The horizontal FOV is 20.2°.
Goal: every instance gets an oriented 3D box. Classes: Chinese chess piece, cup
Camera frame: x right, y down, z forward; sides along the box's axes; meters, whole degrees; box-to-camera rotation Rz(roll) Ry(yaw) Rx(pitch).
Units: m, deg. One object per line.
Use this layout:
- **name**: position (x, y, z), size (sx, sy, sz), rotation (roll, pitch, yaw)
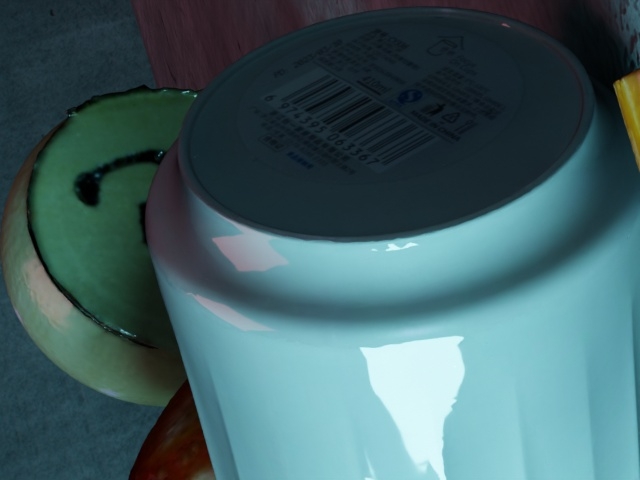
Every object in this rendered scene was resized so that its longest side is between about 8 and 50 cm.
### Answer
- **Chinese chess piece**: position (-0.165, 0.004, 1.924), size (0.146, 0.349, 0.349), rotation (123, 133, -56)
- **cup**: position (0.064, 0.044, 0.945), size (0.323, 0.237, 0.327), rotation (-68, -27, -49)

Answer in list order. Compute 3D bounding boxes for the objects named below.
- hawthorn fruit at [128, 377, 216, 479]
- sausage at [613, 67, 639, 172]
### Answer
- **hawthorn fruit**: position (-0.043, 0.238, 1.538), size (0.285, 0.369, 0.284), rotation (30, 144, 26)
- **sausage**: position (0.171, 0.044, 0.645), size (0.071, 0.071, 0.234), rotation (138, 116, -81)
